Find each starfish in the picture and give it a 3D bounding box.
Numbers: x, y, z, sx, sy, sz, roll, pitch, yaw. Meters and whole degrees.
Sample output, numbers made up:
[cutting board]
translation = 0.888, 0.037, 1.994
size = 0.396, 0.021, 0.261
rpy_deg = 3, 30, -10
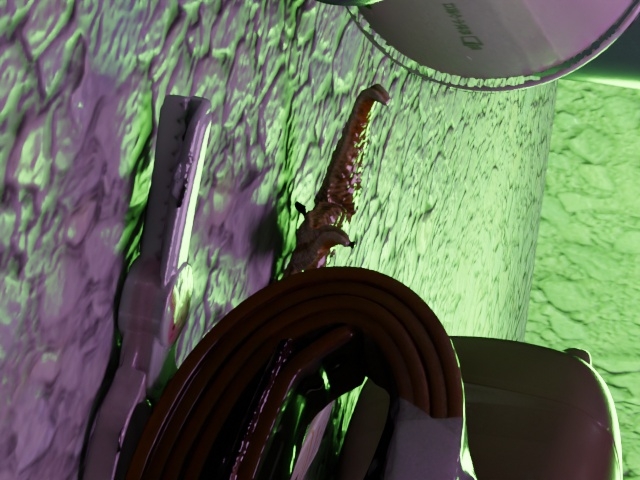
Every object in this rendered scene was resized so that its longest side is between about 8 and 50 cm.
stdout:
[starfish]
translation = -0.002, 0.001, 1.388
size = 0.247, 0.050, 0.138
rpy_deg = 105, -1, -49

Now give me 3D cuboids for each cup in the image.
[cup]
translation = 0.089, -0.247, 1.233
size = 0.274, 0.253, 0.253
rpy_deg = 30, 70, -71

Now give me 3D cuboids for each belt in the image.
[belt]
translation = -0.009, 0.147, 1.071
size = 0.105, 0.184, 0.261
rpy_deg = 86, 21, -64

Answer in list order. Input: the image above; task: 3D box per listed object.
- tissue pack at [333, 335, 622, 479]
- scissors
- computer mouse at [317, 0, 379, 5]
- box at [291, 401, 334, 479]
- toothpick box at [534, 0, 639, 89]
[tissue pack]
translation = 0.147, 0.272, 1.805
size = 0.277, 0.267, 0.387
rpy_deg = -70, 163, -47
[scissors]
translation = -0.092, 0.037, 1.071
size = 0.118, 0.031, 0.242
rpy_deg = -36, 137, -74
[computer mouse]
translation = 0.017, -0.310, 1.029
size = 0.188, 0.122, 0.371
rpy_deg = 20, 83, -51
[box]
translation = -0.030, 0.180, 1.416
size = 0.167, 0.024, 0.090
rpy_deg = -60, 170, -46
[toothpick box]
translation = 0.277, -0.267, 1.786
size = 0.263, 0.355, 0.263
rpy_deg = 9, 90, -78
